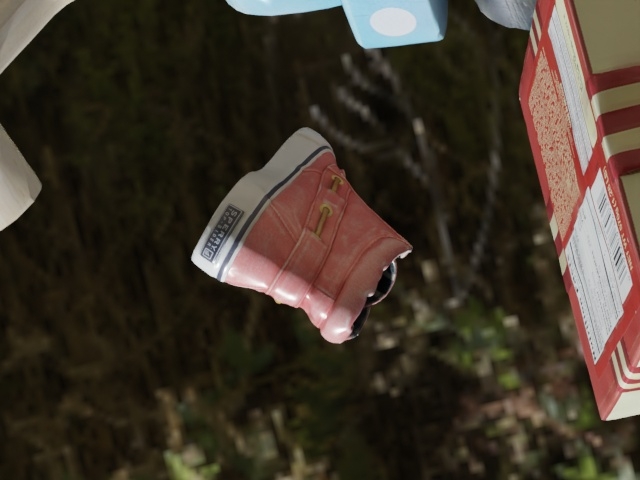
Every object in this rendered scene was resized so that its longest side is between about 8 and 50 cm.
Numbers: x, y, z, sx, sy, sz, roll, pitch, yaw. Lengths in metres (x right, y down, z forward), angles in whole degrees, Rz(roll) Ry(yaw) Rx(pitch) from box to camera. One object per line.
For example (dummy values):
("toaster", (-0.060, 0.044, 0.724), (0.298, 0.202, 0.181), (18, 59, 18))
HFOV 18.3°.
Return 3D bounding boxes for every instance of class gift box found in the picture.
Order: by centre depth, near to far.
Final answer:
("gift box", (0.266, -0.047, 1.070), (0.258, 0.255, 0.276), (-11, 167, -4))

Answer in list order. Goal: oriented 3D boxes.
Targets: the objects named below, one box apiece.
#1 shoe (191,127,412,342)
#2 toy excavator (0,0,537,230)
("shoe", (0.000, 0.000, 0.935), (0.063, 0.081, 0.178), (-59, 177, 15))
("toy excavator", (-0.052, -0.203, 1.143), (0.445, 0.433, 0.222), (-5, 147, 16))
